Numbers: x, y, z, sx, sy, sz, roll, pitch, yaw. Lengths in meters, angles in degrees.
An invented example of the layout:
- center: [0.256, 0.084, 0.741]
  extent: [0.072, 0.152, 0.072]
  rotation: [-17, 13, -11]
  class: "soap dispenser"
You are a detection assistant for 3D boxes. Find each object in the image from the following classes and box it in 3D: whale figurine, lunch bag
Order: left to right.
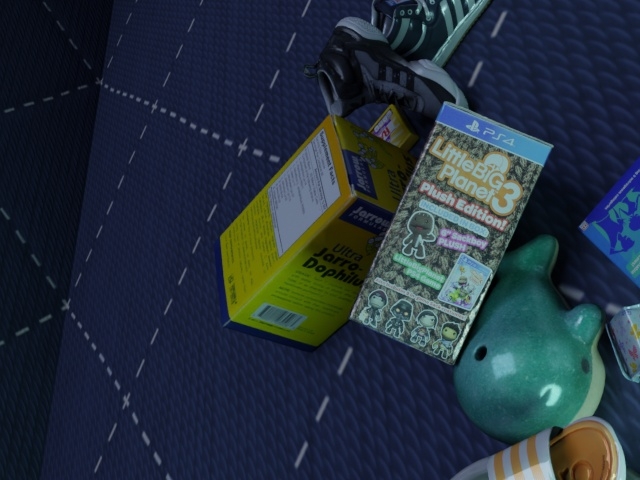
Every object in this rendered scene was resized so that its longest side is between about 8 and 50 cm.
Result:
- center: [0.241, 0.112, 0.961]
  extent: [0.216, 0.141, 0.272]
  rotation: [-28, 48, 45]
  class: "whale figurine"
- center: [0.351, 0.115, 0.862]
  extent: [0.083, 0.053, 0.071]
  rotation: [82, 176, -66]
  class: "lunch bag"

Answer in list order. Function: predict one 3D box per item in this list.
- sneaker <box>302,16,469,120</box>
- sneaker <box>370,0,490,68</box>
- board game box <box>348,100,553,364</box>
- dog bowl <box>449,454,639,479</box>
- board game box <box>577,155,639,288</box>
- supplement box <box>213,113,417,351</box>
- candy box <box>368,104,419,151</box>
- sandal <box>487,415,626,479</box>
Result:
- center: [0.099, -0.238, 1.268]
  extent: [0.153, 0.269, 0.101]
  rotation: [-49, -10, -20]
  class: "sneaker"
- center: [0.193, -0.419, 1.325]
  extent: [0.282, 0.153, 0.099]
  rotation: [-58, 34, 15]
  class: "sneaker"
- center: [0.165, -0.008, 1.039]
  extent: [0.232, 0.141, 0.291]
  rotation: [8, -74, -84]
  class: "board game box"
- center: [0.232, 0.393, 0.847]
  extent: [0.349, 0.102, 0.348]
  rotation: [-30, 49, 42]
  class: "dog bowl"
- center: [0.412, -0.010, 0.877]
  extent: [0.160, 0.047, 0.210]
  rotation: [-54, 36, 19]
  class: "board game box"
- center: [0.000, 0.000, 1.317]
  extent: [0.356, 0.195, 0.194]
  rotation: [-44, 40, 32]
  class: "supplement box"
- center: [0.091, -0.144, 1.424]
  extent: [0.206, 0.027, 0.105]
  rotation: [-50, 40, 25]
  class: "candy box"
- center: [0.194, 0.274, 0.807]
  extent: [0.265, 0.076, 0.102]
  rotation: [-45, 39, 30]
  class: "sandal"
